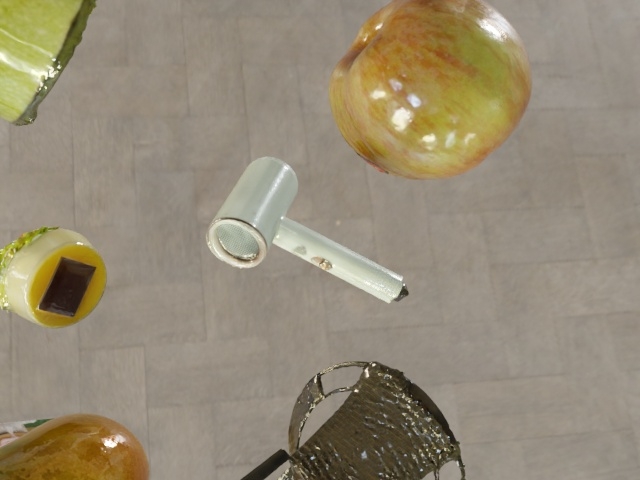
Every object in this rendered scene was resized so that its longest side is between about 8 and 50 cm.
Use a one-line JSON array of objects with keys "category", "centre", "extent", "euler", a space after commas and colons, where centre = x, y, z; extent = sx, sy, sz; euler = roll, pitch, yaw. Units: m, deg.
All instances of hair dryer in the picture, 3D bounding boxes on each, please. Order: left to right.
[{"category": "hair dryer", "centre": [0.000, 0.000, 1.068], "extent": [0.236, 0.073, 0.131], "euler": [26, 45, 1]}]

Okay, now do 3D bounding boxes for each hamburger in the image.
[{"category": "hamburger", "centre": [-0.336, 0.043, 1.138], "extent": [0.141, 0.081, 0.126], "euler": [-1, 110, -47]}]

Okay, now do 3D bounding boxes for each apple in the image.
[{"category": "apple", "centre": [0.069, -0.100, 0.579], "extent": [0.102, 0.126, 0.126], "euler": [42, 66, -18]}]

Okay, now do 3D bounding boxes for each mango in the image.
[{"category": "mango", "centre": [-0.304, 0.303, 1.059], "extent": [0.175, 0.139, 0.254], "euler": [51, 38, 10]}]

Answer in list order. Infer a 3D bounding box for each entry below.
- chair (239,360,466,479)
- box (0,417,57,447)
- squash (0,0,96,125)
[{"category": "chair", "centre": [0.010, 0.213, 0.767], "extent": [0.213, 0.149, 0.174], "euler": [-41, 68, -13]}, {"category": "box", "centre": [-0.382, 0.312, 1.266], "extent": [0.199, 0.081, 0.135], "euler": [0, 22, -41]}, {"category": "squash", "centre": [-0.242, -0.165, 0.469], "extent": [0.247, 0.132, 0.132], "euler": [24, 65, -25]}]
